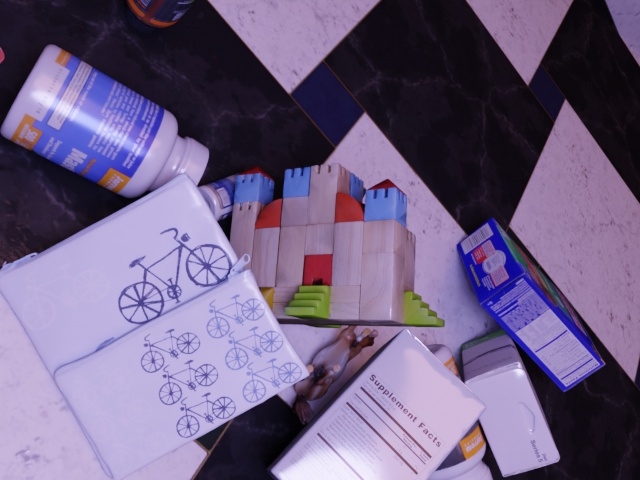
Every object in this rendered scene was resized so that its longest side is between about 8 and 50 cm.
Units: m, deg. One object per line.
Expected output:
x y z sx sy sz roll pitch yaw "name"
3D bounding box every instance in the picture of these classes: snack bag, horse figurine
-0.233 0.115 0.839 0.323 0.037 0.342 -28 94 1 "snack bag"
0.022 0.216 1.072 0.066 0.174 0.263 40 57 10 "horse figurine"

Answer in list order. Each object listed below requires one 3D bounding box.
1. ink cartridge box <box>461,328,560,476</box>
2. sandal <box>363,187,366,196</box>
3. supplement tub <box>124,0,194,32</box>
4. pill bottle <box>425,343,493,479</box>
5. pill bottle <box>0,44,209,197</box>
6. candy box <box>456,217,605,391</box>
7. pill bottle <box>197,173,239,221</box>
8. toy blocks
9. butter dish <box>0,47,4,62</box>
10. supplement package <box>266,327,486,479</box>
0.376 0.316 1.237 0.198 0.115 0.273 67 13 0 "ink cartridge box"
-0.008 -0.075 1.198 0.079 0.088 0.240 40 40 18 "sandal"
-0.261 -0.430 1.022 0.106 0.198 0.106 14 66 -35 "supplement tub"
0.218 0.351 1.157 0.162 0.162 0.278 -20 87 -40 "pill bottle"
-0.314 -0.157 0.920 0.272 0.152 0.152 29 59 -27 "pill bottle"
0.470 0.139 1.380 0.317 0.122 0.268 44 20 -20 "candy box"
-0.157 -0.079 1.070 0.120 0.067 0.067 -26 92 -41 "pill bottle"
0.000 0.000 0.965 0.191 0.382 0.260 26 65 -59 "toy blocks"
-0.531 -0.299 0.819 0.160 0.118 0.160 51 51 -12 "butter dish"
0.080 0.312 0.955 0.175 0.177 0.293 44 70 9 "supplement package"
